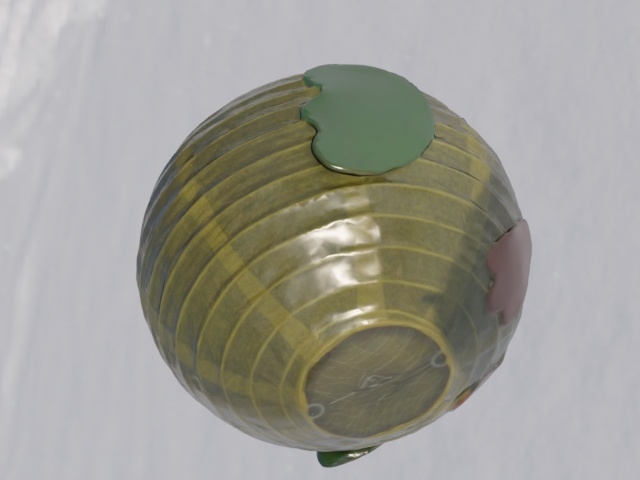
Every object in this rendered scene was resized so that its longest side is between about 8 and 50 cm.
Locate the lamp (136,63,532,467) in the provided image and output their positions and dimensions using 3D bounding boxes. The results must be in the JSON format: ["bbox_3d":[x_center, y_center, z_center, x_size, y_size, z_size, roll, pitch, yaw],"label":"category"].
[{"bbox_3d":[0.000,0.000,1.061,0.250,0.250,0.284,-67,30,31],"label":"lamp"}]
